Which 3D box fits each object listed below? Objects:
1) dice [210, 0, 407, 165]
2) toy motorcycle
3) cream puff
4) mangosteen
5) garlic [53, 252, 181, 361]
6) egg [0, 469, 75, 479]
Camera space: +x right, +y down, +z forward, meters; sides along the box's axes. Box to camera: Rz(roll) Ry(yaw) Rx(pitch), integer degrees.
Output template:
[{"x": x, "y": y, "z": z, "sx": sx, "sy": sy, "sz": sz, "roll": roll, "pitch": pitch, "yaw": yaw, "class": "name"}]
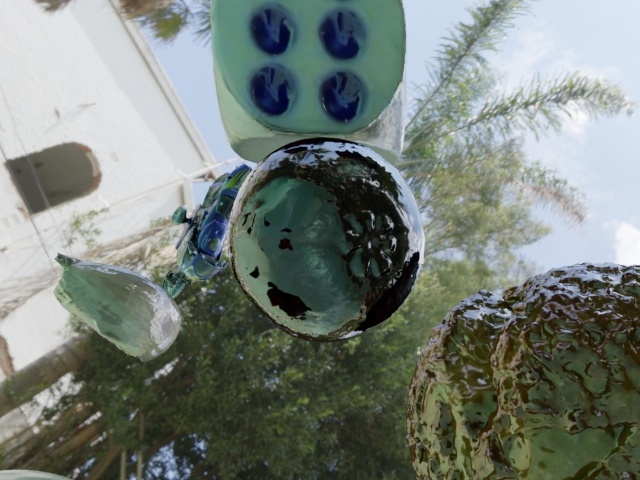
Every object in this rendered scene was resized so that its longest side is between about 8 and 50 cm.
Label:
[{"x": -0.009, "y": -0.239, "z": 0.732, "sx": 0.243, "sy": 0.251, "sz": 0.259, "roll": 1, "pitch": -93, "yaw": 3, "class": "dice"}, {"x": -0.232, "y": -0.016, "z": 1.089, "sx": 0.113, "sy": 0.315, "sz": 0.169, "roll": 34, "pitch": -19, "yaw": -33, "class": "toy motorcycle"}, {"x": 0.203, "y": 0.144, "z": 0.444, "sx": 0.212, "sy": 0.303, "sz": 0.303, "roll": 36, "pitch": -40, "yaw": -25, "class": "cream puff"}, {"x": 0.000, "y": 0.000, "z": 0.397, "sx": 0.153, "sy": 0.152, "sz": 0.152, "roll": 19, "pitch": -55, "yaw": 30, "class": "mangosteen"}, {"x": -0.232, "y": 0.088, "z": 0.637, "sx": 0.101, "sy": 0.087, "sz": 0.195, "roll": 9, "pitch": -28, "yaw": 28, "class": "garlic"}, {"x": -0.179, "y": 0.265, "z": 0.320, "sx": 0.189, "sy": 0.188, "sz": 0.253, "roll": -31, "pitch": -83, "yaw": 45, "class": "egg"}]
